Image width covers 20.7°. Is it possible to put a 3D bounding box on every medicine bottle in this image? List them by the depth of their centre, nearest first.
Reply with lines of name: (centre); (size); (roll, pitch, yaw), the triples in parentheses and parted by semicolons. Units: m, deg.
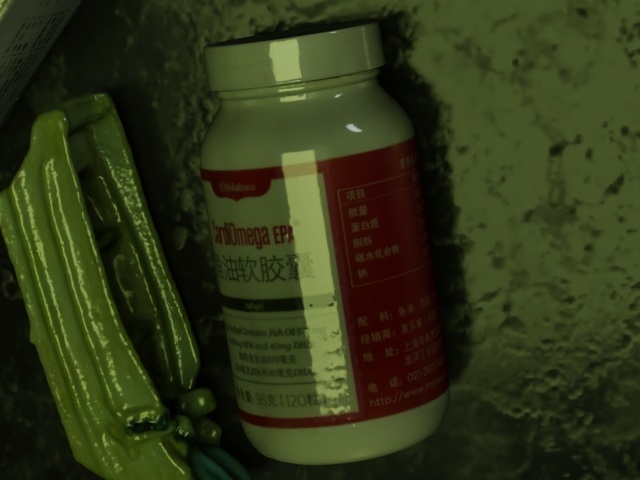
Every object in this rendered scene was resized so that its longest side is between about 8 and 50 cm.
medicine bottle: (0.000, 0.000, 1.046); (0.131, 0.131, 0.250); (-7, 100, 12)

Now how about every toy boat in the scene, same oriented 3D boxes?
toy boat: (-0.130, 0.050, 1.092); (0.084, 0.111, 0.276); (-18, 98, 17)

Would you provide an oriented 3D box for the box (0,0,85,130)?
box: (-0.229, -0.191, 1.049); (0.173, 0.145, 0.333); (37, 106, 4)
